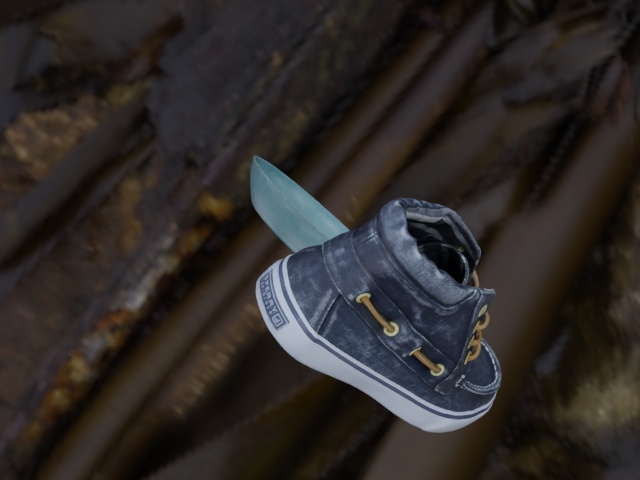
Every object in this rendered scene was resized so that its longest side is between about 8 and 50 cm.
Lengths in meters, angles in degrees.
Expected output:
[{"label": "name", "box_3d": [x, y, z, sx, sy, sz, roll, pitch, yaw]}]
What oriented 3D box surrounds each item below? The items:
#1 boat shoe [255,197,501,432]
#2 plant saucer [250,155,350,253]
[{"label": "boat shoe", "box_3d": [0.055, 0.037, 0.873, 0.083, 0.183, 0.065, -30, 60, 23]}, {"label": "plant saucer", "box_3d": [0.000, 0.000, 1.050, 0.021, 0.119, 0.119, -47, 68, 6]}]
